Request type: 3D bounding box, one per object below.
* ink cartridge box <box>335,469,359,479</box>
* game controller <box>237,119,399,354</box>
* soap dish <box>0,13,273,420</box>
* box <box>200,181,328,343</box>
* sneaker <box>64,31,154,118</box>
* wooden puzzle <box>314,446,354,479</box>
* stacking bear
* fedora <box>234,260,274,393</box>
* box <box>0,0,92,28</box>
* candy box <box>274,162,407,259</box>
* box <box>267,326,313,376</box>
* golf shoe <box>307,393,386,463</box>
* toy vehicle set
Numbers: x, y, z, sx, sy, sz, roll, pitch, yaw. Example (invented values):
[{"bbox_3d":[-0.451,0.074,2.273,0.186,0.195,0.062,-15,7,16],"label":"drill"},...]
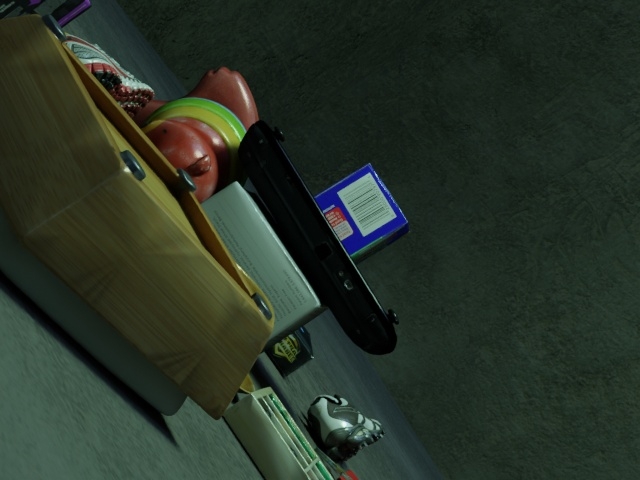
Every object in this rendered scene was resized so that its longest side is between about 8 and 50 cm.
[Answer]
[{"bbox_3d":[0.122,0.389,2.011,0.261,0.066,0.296,57,2,7],"label":"ink cartridge box"},{"bbox_3d":[0.000,0.000,1.958,0.319,0.067,0.166,59,3,9],"label":"game controller"},{"bbox_3d":[-0.163,-0.019,1.204,0.229,0.118,0.291,57,4,39],"label":"soap dish"},{"bbox_3d":[-0.089,0.038,1.939,0.182,0.119,0.181,56,2,5],"label":"box"},{"bbox_3d":[-0.272,-0.198,1.964,0.092,0.088,0.225,52,0,15],"label":"sneaker"},{"bbox_3d":[0.018,0.278,1.965,0.049,0.006,0.083,45,-6,-29],"label":"wooden puzzle"},{"bbox_3d":[-0.170,-0.105,2.017,0.289,0.175,0.164,-68,133,-77],"label":"stacking bear"},{"bbox_3d":[-0.103,0.067,1.660,0.194,0.079,0.194,54,6,-8],"label":"fedora"},{"bbox_3d":[-0.287,-0.217,1.507,0.029,0.116,0.162,54,2,8],"label":"box"},{"bbox_3d":[0.002,0.000,2.591,0.122,0.268,0.317,59,2,2],"label":"candy box"},{"bbox_3d":[-0.093,0.075,2.238,0.220,0.051,0.175,55,2,-7],"label":"box"},{"bbox_3d":[0.031,0.241,2.124,0.094,0.077,0.198,55,1,9],"label":"golf shoe"},{"bbox_3d":[0.001,0.266,1.583,0.267,0.035,0.166,56,2,4],"label":"toy vehicle set"}]
